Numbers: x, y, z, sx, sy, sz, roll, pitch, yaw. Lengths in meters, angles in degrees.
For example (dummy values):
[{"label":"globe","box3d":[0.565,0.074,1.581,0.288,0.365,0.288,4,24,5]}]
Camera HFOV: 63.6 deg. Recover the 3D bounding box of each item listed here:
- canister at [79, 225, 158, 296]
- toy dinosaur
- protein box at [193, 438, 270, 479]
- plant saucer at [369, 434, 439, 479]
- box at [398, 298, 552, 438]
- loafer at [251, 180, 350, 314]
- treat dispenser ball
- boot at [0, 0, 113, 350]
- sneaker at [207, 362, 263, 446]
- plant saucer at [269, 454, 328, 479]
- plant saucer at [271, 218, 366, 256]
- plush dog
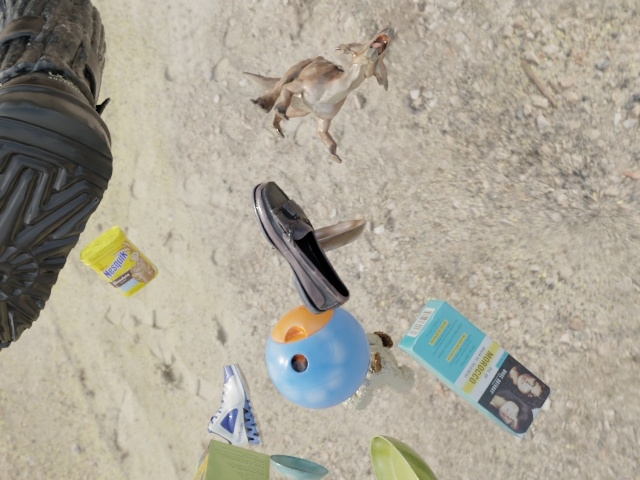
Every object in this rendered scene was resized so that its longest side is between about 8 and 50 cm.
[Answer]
[{"label":"canister","box3d":[-0.538,0.061,1.394,0.126,0.170,0.073,-37,40,-5]},{"label":"toy dinosaur","box3d":[0.002,-0.262,0.854,0.295,0.127,0.200,30,83,44]},{"label":"protein box","box3d":[-0.267,0.731,1.516,0.199,0.201,0.136,22,116,-15]},{"label":"plant saucer","box3d":[0.149,0.399,0.765,0.241,0.037,0.241,161,90,-72]},{"label":"box","box3d":[0.255,0.210,0.854,0.244,0.060,0.100,39,79,-7]},{"label":"loafer","box3d":[-0.032,0.007,1.061,0.095,0.109,0.303,-20,100,39]},{"label":"treat dispenser ball","box3d":[-0.007,0.313,1.417,0.288,0.288,0.288,2,93,28]},{"label":"boot","box3d":[-0.314,-0.063,0.503,0.348,0.131,0.260,-43,47,17]},{"label":"sneaker","box3d":[-0.340,0.624,1.907,0.182,0.127,0.316,-18,78,-5]},{"label":"plant saucer","box3d":[-0.044,0.443,1.001,0.119,0.119,0.021,7,77,28]},{"label":"plant saucer","box3d":[0.000,0.000,1.608,0.310,0.310,0.050,-13,97,28]},{"label":"plush dog","box3d":[0.155,0.397,1.710,0.262,0.225,0.211,-20,121,-10]}]
